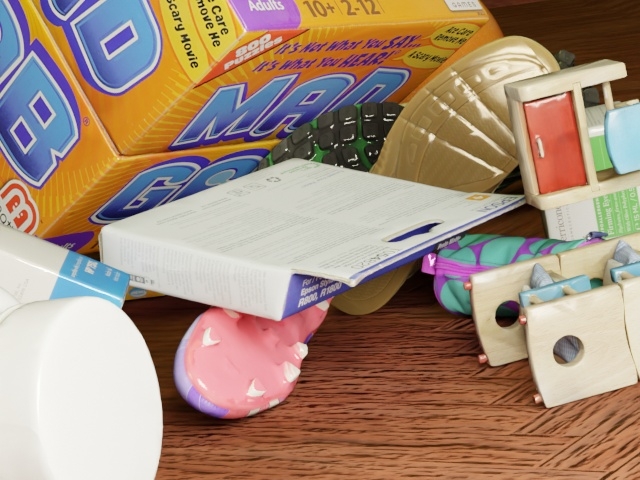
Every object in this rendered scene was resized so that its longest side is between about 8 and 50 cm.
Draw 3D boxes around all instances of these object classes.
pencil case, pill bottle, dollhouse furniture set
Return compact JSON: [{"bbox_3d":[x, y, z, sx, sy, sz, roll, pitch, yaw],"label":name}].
[{"bbox_3d":[0.148,0.026,1.436,0.070,0.065,0.151,11,-6,-38],"label":"pencil case"},{"bbox_3d":[-0.261,0.111,1.170,0.318,0.176,0.176,-7,12,26],"label":"pill bottle"},{"bbox_3d":[0.162,-0.008,1.279,0.129,0.184,0.129,-14,11,-10],"label":"dollhouse furniture set"}]

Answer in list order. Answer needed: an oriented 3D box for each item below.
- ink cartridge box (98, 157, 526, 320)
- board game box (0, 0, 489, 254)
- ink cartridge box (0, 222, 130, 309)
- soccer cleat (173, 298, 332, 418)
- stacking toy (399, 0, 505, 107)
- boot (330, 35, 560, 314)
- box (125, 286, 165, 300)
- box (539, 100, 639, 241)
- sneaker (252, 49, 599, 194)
[{"bbox_3d":[0.000,0.000,1.402,0.224,0.045,0.223,11,21,37],"label":"ink cartridge box"},{"bbox_3d":[-0.144,-0.235,1.844,0.356,0.357,0.356,-40,-18,35],"label":"board game box"},{"bbox_3d":[-0.258,0.047,1.332,0.231,0.134,0.078,22,11,-6],"label":"ink cartridge box"},{"bbox_3d":[-0.058,0.077,1.422,0.095,0.083,0.248,-40,5,24],"label":"soccer cleat"},{"bbox_3d":[0.041,-0.365,2.417,0.350,0.480,0.350,-11,11,2],"label":"stacking toy"},{"bbox_3d":[0.110,-0.066,1.614,0.262,0.095,0.203,-54,-7,19],"label":"boot"},{"bbox_3d":[-0.154,0.026,1.864,0.081,0.028,0.136,-7,10,24],"label":"box"},{"bbox_3d":[0.220,-0.052,1.647,0.087,0.101,0.102,-11,12,6],"label":"box"},{"bbox_3d":[0.092,-0.062,1.861,0.343,0.134,0.146,-18,-13,-11],"label":"sneaker"}]
